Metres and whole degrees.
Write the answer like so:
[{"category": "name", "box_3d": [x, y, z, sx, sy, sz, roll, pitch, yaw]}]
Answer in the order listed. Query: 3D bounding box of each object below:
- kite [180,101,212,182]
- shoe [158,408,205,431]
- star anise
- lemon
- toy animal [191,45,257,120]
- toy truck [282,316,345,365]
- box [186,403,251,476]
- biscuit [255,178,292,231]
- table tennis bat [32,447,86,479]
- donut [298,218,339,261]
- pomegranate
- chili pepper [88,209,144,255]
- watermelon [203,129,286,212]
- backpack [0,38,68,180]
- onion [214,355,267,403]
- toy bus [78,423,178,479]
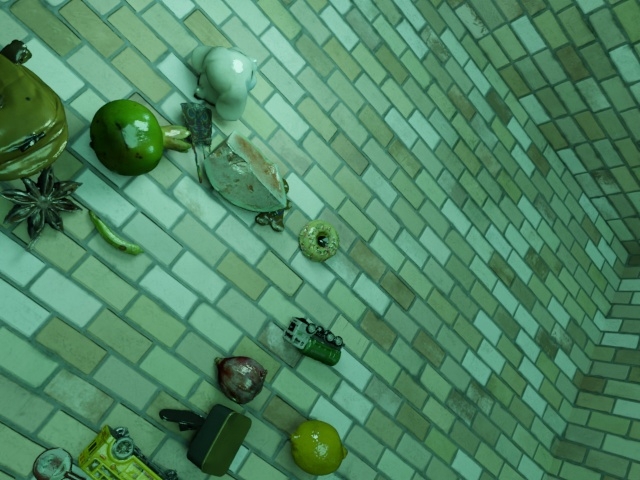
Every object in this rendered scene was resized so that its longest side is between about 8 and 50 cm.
[{"category": "kite", "box_3d": [-0.412, -0.336, 1.610, 0.152, 0.015, 0.285, -9, 89, -60]}, {"category": "shoe", "box_3d": [-0.453, 0.586, 1.505, 0.160, 0.062, 0.053, 27, 100, -32]}, {"category": "star anise", "box_3d": [-0.805, -0.097, 1.336, 0.230, 0.081, 0.262, 9, 104, -58]}, {"category": "lemon", "box_3d": [-0.008, 0.744, 1.668, 0.244, 0.187, 0.186, 30, 71, -27]}, {"category": "toy animal", "box_3d": [-0.335, -0.557, 1.579, 0.174, 0.289, 0.249, -38, 84, -25]}, {"category": "toy truck", "box_3d": [-0.020, 0.382, 1.751, 0.243, 0.101, 0.124, 32, 82, -26]}, {"category": "box", "box_3d": [-0.332, 0.648, 1.519, 0.200, 0.090, 0.144, -62, 145, -19]}, {"category": "biscuit", "box_3d": [-0.170, -0.143, 1.756, 0.138, 0.031, 0.204, 23, 72, -26]}, {"category": "table tennis bat", "box_3d": [-0.751, 0.666, 1.347, 0.155, 0.019, 0.098, 41, 67, -17]}, {"category": "donut", "box_3d": [0.000, 0.000, 1.816, 0.175, 0.068, 0.174, 4, 82, -30]}, {"category": "pomegranate", "box_3d": [-0.551, -0.317, 1.445, 0.302, 0.236, 0.235, -10, 90, -30]}, {"category": "chili pepper", "box_3d": [-0.650, -0.012, 1.458, 0.208, 0.043, 0.048, 42, 79, -19]}, {"category": "watermelon", "box_3d": [-0.248, -0.222, 1.631, 0.305, 0.180, 0.224, 46, 77, -21]}, {"category": "backpack", "box_3d": [-0.860, -0.337, 1.233, 0.378, 0.201, 0.353, 35, 66, 8]}, {"category": "onion", "box_3d": [-0.283, 0.457, 1.572, 0.195, 0.159, 0.159, 33, 67, 6]}, {"category": "toy bus", "box_3d": [-0.549, 0.705, 1.385, 0.330, 0.144, 0.152, 50, 64, -15]}]
